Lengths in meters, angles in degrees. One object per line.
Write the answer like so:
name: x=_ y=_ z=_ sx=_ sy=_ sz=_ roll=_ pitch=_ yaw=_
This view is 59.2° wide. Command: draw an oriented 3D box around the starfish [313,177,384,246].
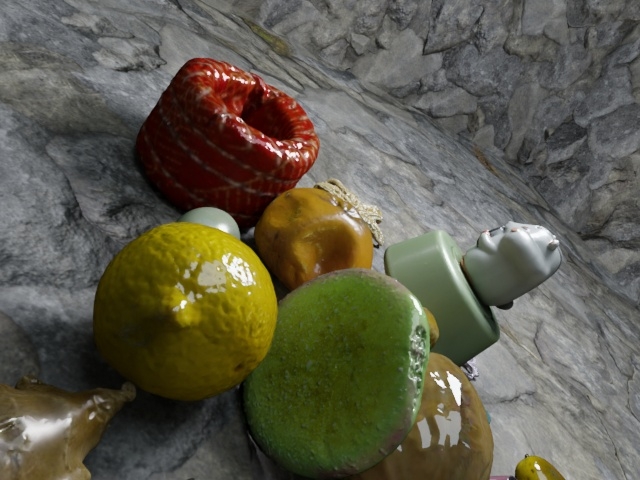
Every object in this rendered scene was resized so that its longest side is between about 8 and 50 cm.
starfish: x=0.090 y=-0.080 z=1.485 sx=0.216 sy=0.071 sz=0.238 roll=-14 pitch=62 yaw=-50

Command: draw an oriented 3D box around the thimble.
thimble: x=-0.189 y=-0.204 z=1.170 sx=0.350 sy=0.230 sz=0.350 roll=30 pitch=28 yaw=-18

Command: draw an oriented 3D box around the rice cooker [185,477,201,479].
rice cooker: x=-0.148 y=0.318 z=0.505 sx=0.127 sy=0.145 sz=0.206 roll=44 pitch=29 yaw=-10

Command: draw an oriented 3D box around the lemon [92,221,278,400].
lemon: x=-0.170 y=0.087 z=0.722 sx=0.228 sy=0.228 sz=0.253 roll=48 pitch=-5 yaw=20

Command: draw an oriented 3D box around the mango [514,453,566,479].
mango: x=0.420 y=0.465 z=1.019 sx=0.161 sy=0.076 sz=0.103 roll=45 pitch=23 yaw=6

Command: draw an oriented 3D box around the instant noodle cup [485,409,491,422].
instant noodle cup: x=0.238 y=0.320 z=1.036 sx=0.157 sy=0.070 sz=0.179 roll=50 pitch=29 yaw=19

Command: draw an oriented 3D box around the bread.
bread: x=0.007 y=0.167 z=0.771 sx=0.045 sy=0.301 sz=0.301 roll=45 pitch=15 yaw=-45

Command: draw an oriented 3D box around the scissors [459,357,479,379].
scissors: x=0.273 y=0.241 z=1.255 sx=0.189 sy=0.015 sz=0.100 roll=31 pitch=30 yaw=-9

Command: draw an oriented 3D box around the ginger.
ginger: x=-0.301 y=0.199 z=0.539 sx=0.219 sy=0.123 sz=0.270 roll=46 pitch=19 yaw=9

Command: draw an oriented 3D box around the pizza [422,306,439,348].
pizza: x=0.117 y=0.163 z=0.941 sx=0.258 sy=0.268 sz=0.087 roll=8 pitch=65 yaw=-40

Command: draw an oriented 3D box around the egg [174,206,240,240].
egg: x=-0.197 y=0.000 z=0.964 sx=0.114 sy=0.114 sz=0.152 roll=38 pitch=23 yaw=1

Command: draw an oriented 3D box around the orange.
orange: x=0.000 y=0.000 z=1.103 sx=0.249 sy=0.183 sz=0.249 roll=43 pitch=12 yaw=-12

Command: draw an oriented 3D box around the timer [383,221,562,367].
timer: x=0.329 y=0.071 z=1.144 sx=0.291 sy=0.315 sz=0.291 roll=49 pitch=22 yaw=-27

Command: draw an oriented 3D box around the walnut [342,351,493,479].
walnut: x=0.129 y=0.279 z=0.800 sx=0.225 sy=0.225 sz=0.261 roll=25 pitch=36 yaw=-22

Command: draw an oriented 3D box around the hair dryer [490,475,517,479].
hair dryer: x=0.264 y=0.446 z=0.866 sx=0.054 sy=0.106 sz=0.154 roll=20 pitch=56 yaw=-36
